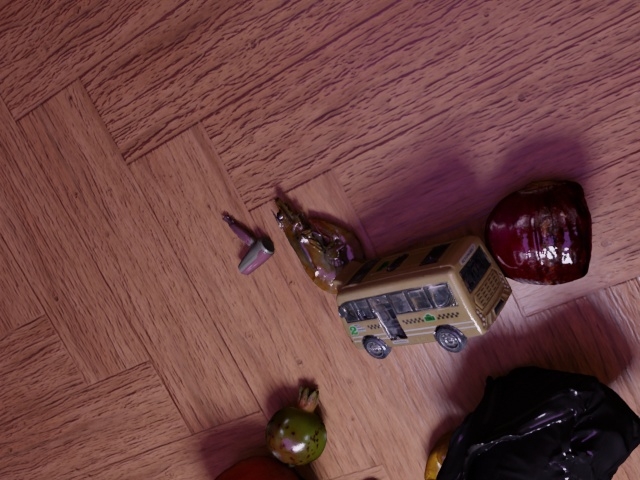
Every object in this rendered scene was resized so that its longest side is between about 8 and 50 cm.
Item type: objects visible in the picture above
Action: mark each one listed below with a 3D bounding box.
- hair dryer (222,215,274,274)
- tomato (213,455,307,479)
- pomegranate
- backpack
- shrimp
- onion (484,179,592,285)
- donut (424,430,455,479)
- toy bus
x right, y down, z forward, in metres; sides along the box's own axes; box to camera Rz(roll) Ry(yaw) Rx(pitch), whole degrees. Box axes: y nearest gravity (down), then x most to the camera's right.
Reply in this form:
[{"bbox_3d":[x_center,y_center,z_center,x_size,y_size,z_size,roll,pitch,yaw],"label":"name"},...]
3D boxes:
[{"bbox_3d":[-0.192,-0.001,1.608,0.106,0.054,0.154,-39,81,28],"label":"hair dryer"},{"bbox_3d":[-0.142,0.712,1.637,0.289,0.325,0.293,-38,117,-18],"label":"tomato"},{"bbox_3d":[-0.056,0.478,1.647,0.159,0.159,0.205,16,82,13],"label":"pomegranate"},{"bbox_3d":[0.408,0.451,1.317,0.255,0.446,0.363,48,159,-9],"label":"backpack"},{"bbox_3d":[0.000,0.000,1.529,0.152,0.063,0.287,-33,97,21],"label":"shrimp"},{"bbox_3d":[0.438,-0.009,1.312,0.206,0.207,0.216,-6,98,16],"label":"onion"},{"bbox_3d":[0.362,0.570,1.551,0.226,0.114,0.227,5,107,16],"label":"donut"},{"bbox_3d":[0.203,0.119,1.378,0.365,0.177,0.202,-18,109,45],"label":"toy bus"}]
